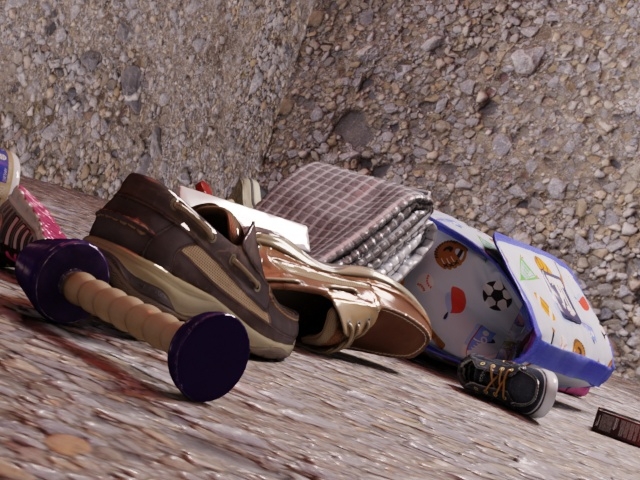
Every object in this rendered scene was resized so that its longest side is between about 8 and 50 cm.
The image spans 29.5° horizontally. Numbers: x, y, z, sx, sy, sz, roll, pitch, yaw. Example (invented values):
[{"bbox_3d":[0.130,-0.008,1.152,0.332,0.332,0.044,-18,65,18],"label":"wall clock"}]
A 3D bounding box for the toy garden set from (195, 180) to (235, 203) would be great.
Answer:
[{"bbox_3d":[-0.205,-0.005,1.800,0.049,0.203,0.244,65,18,16],"label":"toy garden set"}]

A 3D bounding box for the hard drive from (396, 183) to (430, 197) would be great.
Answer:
[{"bbox_3d":[0.091,0.023,2.123,0.172,0.255,0.054,11,18,-12],"label":"hard drive"}]

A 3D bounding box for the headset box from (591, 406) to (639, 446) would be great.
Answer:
[{"bbox_3d":[0.423,0.261,1.693,0.083,0.032,0.062,17,0,15],"label":"headset box"}]

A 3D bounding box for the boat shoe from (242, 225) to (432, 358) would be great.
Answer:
[{"bbox_3d":[0.004,0.094,1.531,0.324,0.123,0.116,20,33,-25],"label":"boat shoe"}]

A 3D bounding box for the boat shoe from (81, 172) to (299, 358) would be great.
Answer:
[{"bbox_3d":[-0.106,0.030,1.248,0.132,0.130,0.355,20,-7,27],"label":"boat shoe"}]

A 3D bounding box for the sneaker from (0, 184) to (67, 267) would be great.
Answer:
[{"bbox_3d":[-0.315,0.012,1.312,0.170,0.075,0.063,49,4,42],"label":"sneaker"}]

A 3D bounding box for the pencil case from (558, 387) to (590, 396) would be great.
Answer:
[{"bbox_3d":[0.392,0.208,2.188,0.209,0.098,0.095,19,1,-12],"label":"pencil case"}]

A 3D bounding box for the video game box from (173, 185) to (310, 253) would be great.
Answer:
[{"bbox_3d":[-0.150,0.013,1.573,0.205,0.048,0.187,18,-35,-38],"label":"video game box"}]

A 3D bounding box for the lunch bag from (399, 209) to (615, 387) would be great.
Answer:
[{"bbox_3d":[0.257,0.101,1.933,0.385,0.239,0.328,31,6,37],"label":"lunch bag"}]

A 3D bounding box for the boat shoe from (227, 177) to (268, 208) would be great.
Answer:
[{"bbox_3d":[-0.094,0.011,2.152,0.156,0.187,0.500,23,4,-18],"label":"boat shoe"}]

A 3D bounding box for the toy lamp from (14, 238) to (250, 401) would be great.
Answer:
[{"bbox_3d":[-0.167,0.054,1.005,0.274,0.080,0.080,19,1,44],"label":"toy lamp"}]

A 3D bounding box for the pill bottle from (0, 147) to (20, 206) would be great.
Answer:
[{"bbox_3d":[-0.537,-0.099,1.737,0.186,0.112,0.112,17,2,-35],"label":"pill bottle"}]

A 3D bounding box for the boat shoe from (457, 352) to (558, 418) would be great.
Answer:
[{"bbox_3d":[0.242,0.190,1.603,0.083,0.065,0.183,17,-6,-12],"label":"boat shoe"}]

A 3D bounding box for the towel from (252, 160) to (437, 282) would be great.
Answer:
[{"bbox_3d":[0.000,0.000,1.780,0.235,0.121,0.283,20,45,37],"label":"towel"}]
